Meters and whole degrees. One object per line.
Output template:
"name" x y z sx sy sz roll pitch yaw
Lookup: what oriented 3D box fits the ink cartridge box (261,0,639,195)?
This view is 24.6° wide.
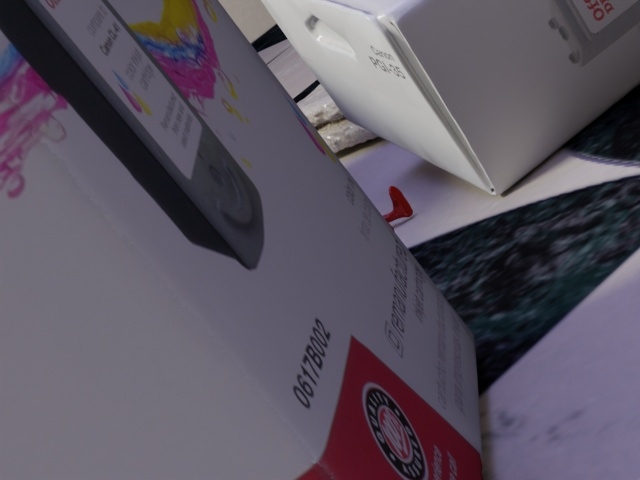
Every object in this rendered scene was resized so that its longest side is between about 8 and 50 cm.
"ink cartridge box" 0.128 -0.170 0.797 0.283 0.117 0.207 -38 26 -7

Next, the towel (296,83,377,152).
"towel" 0.099 -0.140 1.035 0.187 0.049 0.282 -44 15 -27

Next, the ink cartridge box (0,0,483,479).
"ink cartridge box" -0.087 -0.012 0.429 0.131 0.306 0.226 -34 13 15

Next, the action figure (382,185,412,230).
"action figure" 0.000 0.000 0.823 0.115 0.030 0.038 -28 18 44
